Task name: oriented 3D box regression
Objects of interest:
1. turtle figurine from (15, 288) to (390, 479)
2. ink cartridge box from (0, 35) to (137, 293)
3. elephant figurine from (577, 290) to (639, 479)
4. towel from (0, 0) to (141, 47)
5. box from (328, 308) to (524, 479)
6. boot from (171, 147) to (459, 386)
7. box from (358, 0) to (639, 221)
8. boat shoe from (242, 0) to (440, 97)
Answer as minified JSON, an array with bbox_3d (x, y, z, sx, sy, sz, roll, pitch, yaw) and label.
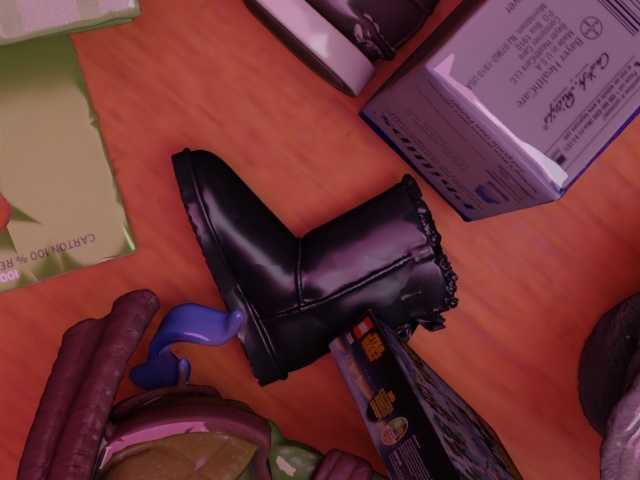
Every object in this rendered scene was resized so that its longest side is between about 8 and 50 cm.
[{"bbox_3d":[-0.032,0.169,0.565,0.198,0.266,0.274,9,96,-4],"label":"turtle figurine"},{"bbox_3d":[-0.201,-0.088,0.625,0.189,0.097,0.255,-17,94,-1],"label":"ink cartridge box"},{"bbox_3d":[0.178,0.068,0.624,0.186,0.169,0.239,-33,93,-29],"label":"elephant figurine"},{"bbox_3d":[-0.136,-0.147,0.567,0.113,0.023,0.152,-11,96,-1],"label":"towel"},{"bbox_3d":[0.056,0.094,0.604,0.027,0.137,0.094,-41,119,7],"label":"box"},{"bbox_3d":[0.000,0.000,0.661,0.099,0.045,0.121,-23,101,2],"label":"boot"},{"bbox_3d":[0.091,-0.079,0.603,0.072,0.137,0.126,44,82,-5],"label":"box"},{"bbox_3d":[-0.045,-0.162,0.635,0.228,0.081,0.068,44,89,-11],"label":"boat shoe"}]
